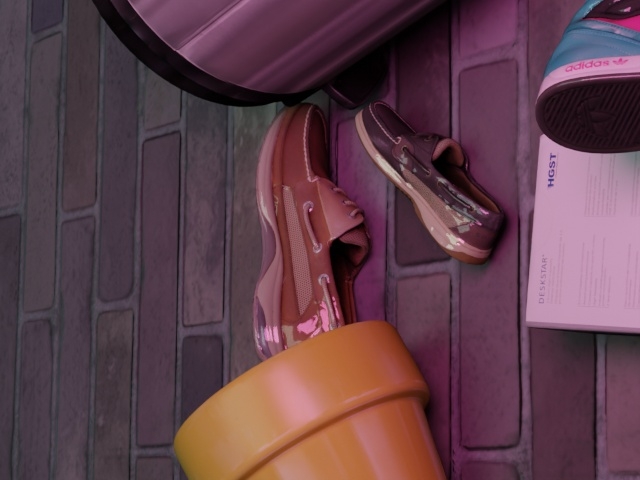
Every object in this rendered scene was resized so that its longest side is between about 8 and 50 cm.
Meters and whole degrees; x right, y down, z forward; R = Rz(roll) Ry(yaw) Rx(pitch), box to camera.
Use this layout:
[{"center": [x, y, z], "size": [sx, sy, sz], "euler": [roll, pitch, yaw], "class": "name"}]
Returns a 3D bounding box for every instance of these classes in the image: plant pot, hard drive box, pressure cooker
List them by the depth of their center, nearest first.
[{"center": [0.293, -0.005, 1.624], "size": [0.232, 0.089, 0.181], "euler": [2, 85, 52], "class": "hard drive box"}, {"center": [0.019, 0.244, 1.831], "size": [0.254, 0.254, 0.239], "euler": [-45, 65, 38], "class": "plant pot"}, {"center": [-0.053, -0.343, 1.894], "size": [0.420, 0.375, 0.370], "euler": [-32, 63, 45], "class": "pressure cooker"}]

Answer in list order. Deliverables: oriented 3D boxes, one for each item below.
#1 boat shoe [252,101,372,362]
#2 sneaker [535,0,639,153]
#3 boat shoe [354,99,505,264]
[{"center": [0.000, 0.000, 2.002], "size": [0.116, 0.123, 0.324], "euler": [-8, 66, 18], "class": "boat shoe"}, {"center": [0.329, -0.159, 1.506], "size": [0.295, 0.124, 0.178], "euler": [0, 47, 15], "class": "sneaker"}, {"center": [0.116, -0.072, 1.879], "size": [0.073, 0.080, 0.223], "euler": [-53, 52, 25], "class": "boat shoe"}]
